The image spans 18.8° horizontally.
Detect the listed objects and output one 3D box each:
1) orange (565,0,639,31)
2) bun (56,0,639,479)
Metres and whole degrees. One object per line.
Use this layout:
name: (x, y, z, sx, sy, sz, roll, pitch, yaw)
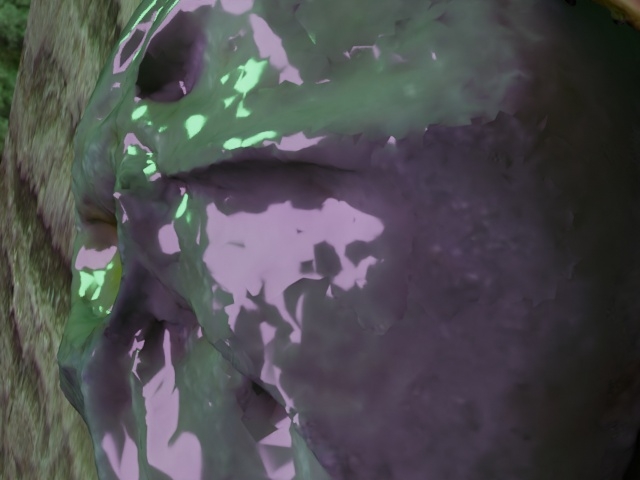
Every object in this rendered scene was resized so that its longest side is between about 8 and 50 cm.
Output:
orange: (0.058, -0.157, 0.505, 0.310, 0.274, 0.274, -1, 77, 31)
bun: (0.001, -0.006, 0.756, 0.354, 0.194, 0.354, -173, 90, -73)
